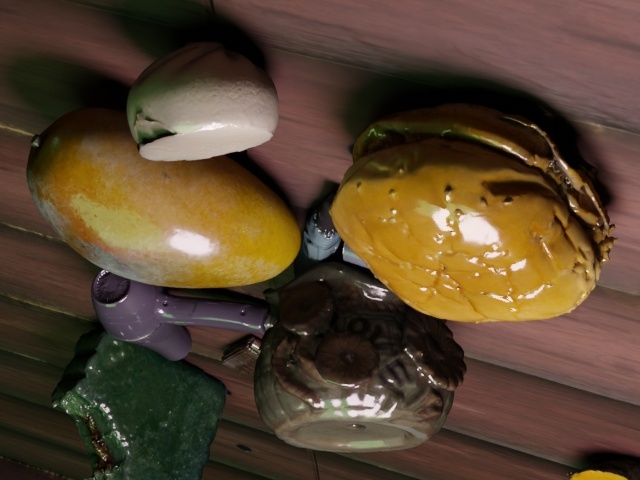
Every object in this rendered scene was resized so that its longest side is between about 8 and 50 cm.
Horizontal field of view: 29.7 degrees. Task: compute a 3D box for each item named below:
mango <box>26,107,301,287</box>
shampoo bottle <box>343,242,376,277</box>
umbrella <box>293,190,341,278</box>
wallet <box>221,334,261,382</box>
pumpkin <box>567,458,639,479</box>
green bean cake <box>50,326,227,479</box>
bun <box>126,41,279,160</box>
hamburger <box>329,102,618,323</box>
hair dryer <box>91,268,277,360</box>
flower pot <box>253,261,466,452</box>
[{"bbox_3d":[-0.196,-0.041,1.551,0.384,0.199,0.221,23,148,-24],"label":"mango"},{"bbox_3d":[0.135,0.032,1.577,0.214,0.072,0.072,16,153,12],"label":"shampoo bottle"},{"bbox_3d":[-0.001,0.002,1.633,0.052,0.053,0.250,23,155,0],"label":"umbrella"},{"bbox_3d":[-0.057,0.246,2.148,0.230,0.042,0.124,30,149,-18],"label":"wallet"},{"bbox_3d":[0.529,0.400,1.957,0.278,0.111,0.163,-5,128,45],"label":"pumpkin"},{"bbox_3d":[-0.363,0.349,2.280,0.308,0.300,0.169,35,150,-27],"label":"green bean cake"},{"bbox_3d":[-0.132,-0.161,1.348,0.172,0.120,0.173,-7,174,-1],"label":"bun"},{"bbox_3d":[0.164,-0.026,1.346,0.318,0.158,0.319,15,152,8],"label":"hamburger"},{"bbox_3d":[-0.179,0.140,1.994,0.361,0.121,0.301,6,159,18],"label":"hair dryer"},{"bbox_3d":[0.051,0.165,1.666,0.301,0.213,0.302,2,157,1],"label":"flower pot"}]
